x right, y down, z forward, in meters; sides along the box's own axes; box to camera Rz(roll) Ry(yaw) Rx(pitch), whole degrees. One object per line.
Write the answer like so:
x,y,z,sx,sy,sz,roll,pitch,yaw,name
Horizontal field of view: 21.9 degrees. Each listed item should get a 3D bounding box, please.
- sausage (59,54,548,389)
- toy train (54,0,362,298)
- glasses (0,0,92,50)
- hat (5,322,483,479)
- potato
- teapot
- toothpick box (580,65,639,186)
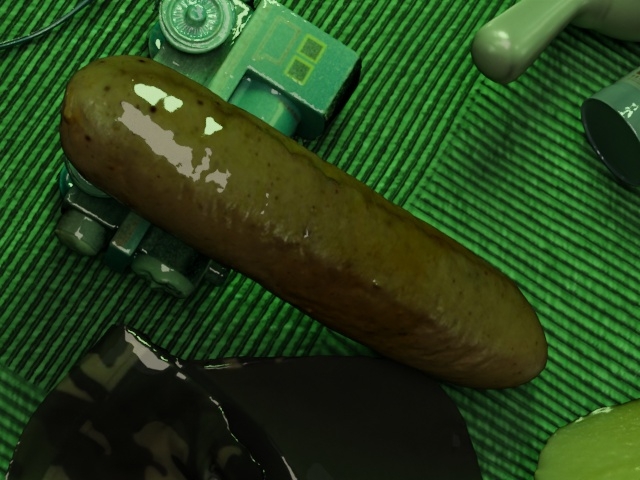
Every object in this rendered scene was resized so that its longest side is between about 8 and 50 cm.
0.001,0.001,1.399,0.501,0.136,0.123,30,88,-19,sausage
-0.107,-0.093,1.488,0.194,0.120,0.298,32,74,-4,toy train
-0.277,-0.283,1.523,0.189,0.088,0.220,43,74,4,glasses
-0.045,0.256,1.411,0.381,0.257,0.366,12,52,-41,hat
0.319,0.222,1.467,0.271,0.160,0.111,-18,122,-10,potato
0.278,-0.253,1.563,0.220,0.149,0.318,20,73,-1,teapot
0.336,-0.131,1.565,0.153,0.101,0.101,-33,83,-15,toothpick box
